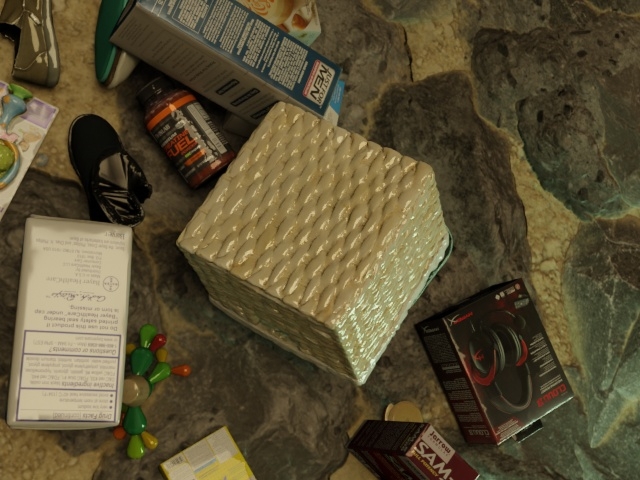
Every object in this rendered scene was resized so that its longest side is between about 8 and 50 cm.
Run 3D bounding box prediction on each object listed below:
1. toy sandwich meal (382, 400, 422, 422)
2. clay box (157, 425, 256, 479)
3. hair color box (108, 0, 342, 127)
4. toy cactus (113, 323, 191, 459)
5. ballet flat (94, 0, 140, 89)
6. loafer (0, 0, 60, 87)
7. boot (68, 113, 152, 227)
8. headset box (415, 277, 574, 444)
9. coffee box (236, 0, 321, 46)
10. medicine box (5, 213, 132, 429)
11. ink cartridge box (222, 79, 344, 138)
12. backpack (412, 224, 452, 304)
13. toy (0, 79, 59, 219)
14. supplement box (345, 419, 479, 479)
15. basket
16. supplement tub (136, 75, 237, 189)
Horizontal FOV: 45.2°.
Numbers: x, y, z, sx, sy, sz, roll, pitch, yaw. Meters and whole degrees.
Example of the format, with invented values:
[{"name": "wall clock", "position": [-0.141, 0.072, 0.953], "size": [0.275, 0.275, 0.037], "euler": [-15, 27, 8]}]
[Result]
[{"name": "toy sandwich meal", "position": [0.157, 0.347, 1.475], "size": [0.086, 0.029, 0.085], "euler": [7, 75, -27]}, {"name": "clay box", "position": [-0.161, 0.440, 1.285], "size": [0.128, 0.053, 0.222], "euler": [-26, 80, -26]}, {"name": "hair color box", "position": [-0.157, -0.311, 1.289], "size": [0.347, 0.174, 0.105], "euler": [28, 72, -24]}, {"name": "toy cactus", "position": [-0.282, 0.244, 1.226], "size": [0.112, 0.180, 0.218], "euler": [15, 80, 0]}, {"name": "ballet flat", "position": [-0.331, -0.459, 1.401], "size": [0.139, 0.139, 0.400], "euler": [2, 76, -23]}, {"name": "loafer", "position": [-0.508, -0.386, 1.318], "size": [0.088, 0.094, 0.251], "euler": [-9, 82, -29]}, {"name": "boot", "position": [-0.347, -0.121, 1.265], "size": [0.094, 0.207, 0.246], "euler": [-9, 82, -24]}, {"name": "headset box", "position": [0.353, 0.252, 1.532], "size": [0.218, 0.110, 0.293], "euler": [-22, 87, -26]}, {"name": "coffee box", "position": [-0.139, -0.444, 1.485], "size": [0.247, 0.098, 0.141], "euler": [-8, 81, -24]}, {"name": "medicine box", "position": [-0.384, 0.136, 1.161], "size": [0.149, 0.263, 0.289], "euler": [6, 76, -21]}, {"name": "ink cartridge box", "position": [-0.070, -0.260, 1.480], "size": [0.203, 0.086, 0.148], "euler": [17, 74, -18]}, {"name": "backpack", "position": [0.150, 0.019, 1.474], "size": [0.166, 0.144, 0.188], "euler": [41, 86, -5]}, {"name": "toy", "position": [-0.548, -0.157, 1.272], "size": [0.137, 0.056, 0.237], "euler": [26, 70, -14]}, {"name": "supplement box", "position": [0.153, 0.383, 1.346], "size": [0.130, 0.239, 0.073], "euler": [46, 66, -8]}, {"name": "basket", "position": [0.000, 0.000, 1.275], "size": [0.328, 0.266, 0.331], "euler": [27, 70, 21]}, {"name": "supplement tub", "position": [-0.245, -0.196, 1.382], "size": [0.106, 0.106, 0.198], "euler": [-39, 94, -25]}]
